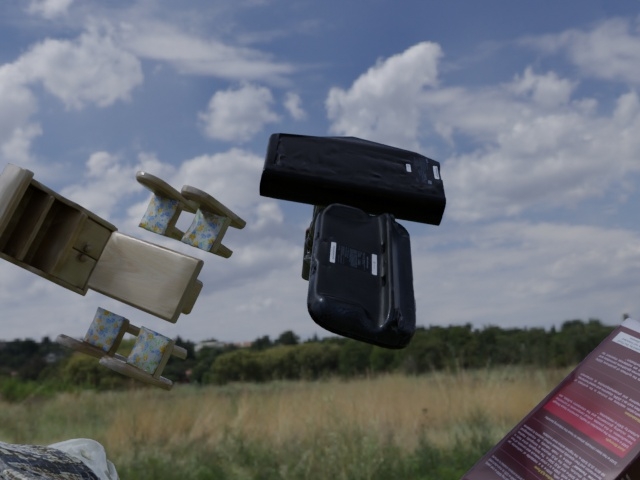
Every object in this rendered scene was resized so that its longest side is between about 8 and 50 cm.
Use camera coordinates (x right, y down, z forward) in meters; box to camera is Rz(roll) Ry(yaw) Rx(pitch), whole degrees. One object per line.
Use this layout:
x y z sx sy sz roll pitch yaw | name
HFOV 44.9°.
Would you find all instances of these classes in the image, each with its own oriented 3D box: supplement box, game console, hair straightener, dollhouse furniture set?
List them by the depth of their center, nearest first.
0.260 0.190 0.711 0.239 0.073 0.130 -40 23 -8 | supplement box
0.032 -0.018 0.836 0.213 0.361 0.044 10 -56 -3 | game console
-0.249 0.017 0.874 0.242 0.212 0.161 16 -14 32 | dollhouse furniture set
0.000 0.000 1.233 0.047 0.089 0.230 10 -37 -5 | hair straightener

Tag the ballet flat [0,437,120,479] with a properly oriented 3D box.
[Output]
-0.271 0.210 0.597 0.483 0.164 0.182 -2 6 32 | ballet flat
